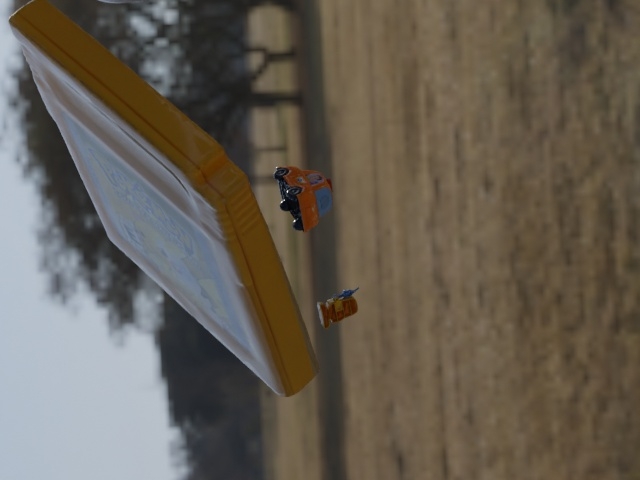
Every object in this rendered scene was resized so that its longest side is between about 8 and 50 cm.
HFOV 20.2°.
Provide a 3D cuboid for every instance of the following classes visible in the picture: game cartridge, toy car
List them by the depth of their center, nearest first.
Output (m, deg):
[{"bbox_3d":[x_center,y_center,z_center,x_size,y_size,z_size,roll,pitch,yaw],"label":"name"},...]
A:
[{"bbox_3d":[0.000,0.000,1.372,0.060,0.040,0.122,-143,36,-70],"label":"toy car"},{"bbox_3d":[-0.135,-0.032,1.577,0.285,0.052,0.324,40,163,32],"label":"game cartridge"}]

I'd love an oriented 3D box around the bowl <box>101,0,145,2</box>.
[{"bbox_3d":[-0.066,-0.161,0.774,0.053,0.142,0.142,60,176,-38],"label":"bowl"}]
